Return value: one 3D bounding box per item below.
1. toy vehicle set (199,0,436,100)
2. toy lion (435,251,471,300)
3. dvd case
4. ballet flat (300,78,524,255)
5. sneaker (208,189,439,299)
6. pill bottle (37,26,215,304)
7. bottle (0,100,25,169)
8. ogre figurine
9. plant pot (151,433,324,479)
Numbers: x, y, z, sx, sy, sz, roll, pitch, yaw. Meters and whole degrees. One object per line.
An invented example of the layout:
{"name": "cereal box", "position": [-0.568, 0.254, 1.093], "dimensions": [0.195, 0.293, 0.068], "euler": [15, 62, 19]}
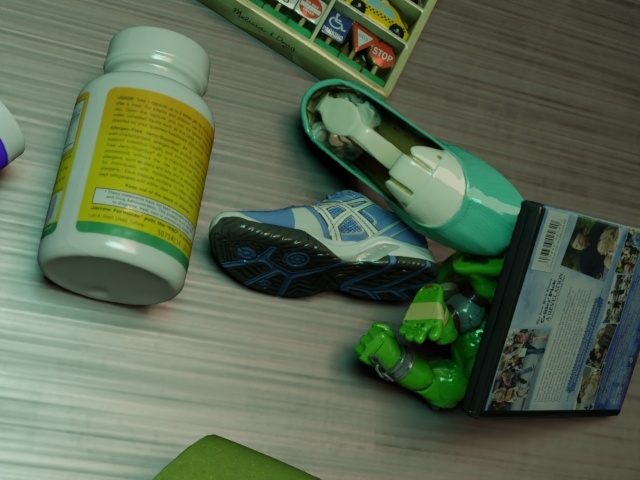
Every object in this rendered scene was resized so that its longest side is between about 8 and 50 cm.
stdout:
{"name": "toy vehicle set", "position": [-0.021, -0.261, 1.085], "dimensions": [0.267, 0.035, 0.166], "euler": [31, 62, -11]}
{"name": "toy lion", "position": [0.163, 0.022, 1.030], "dimensions": [0.100, 0.096, 0.034], "euler": [5, 56, -22]}
{"name": "dvd case", "position": [0.223, 0.068, 0.981], "dimensions": [0.253, 0.022, 0.180], "euler": [9, 99, -49]}
{"name": "ballet flat", "position": [0.067, -0.065, 0.969], "dimensions": [0.247, 0.083, 0.087], "euler": [39, 15, 33]}
{"name": "sneaker", "position": [0.000, 0.000, 0.988], "dimensions": [0.211, 0.080, 0.081], "euler": [10, 51, -24]}
{"name": "pill bottle", "position": [-0.150, -0.063, 0.910], "dimensions": [0.117, 0.117, 0.208], "euler": [16, 66, -18]}
{"name": "bottle", "position": [-0.345, -0.013, 0.818], "dimensions": [0.118, 0.092, 0.283], "euler": [48, 60, -1]}
{"name": "ogre figurine", "position": [0.138, 0.074, 0.984], "dimensions": [0.197, 0.097, 0.118], "euler": [-47, 129, -19]}
{"name": "plant pot", "position": [-0.014, 0.284, 0.790], "dimensions": [0.293, 0.275, 0.275], "euler": [41, 59, 12]}
